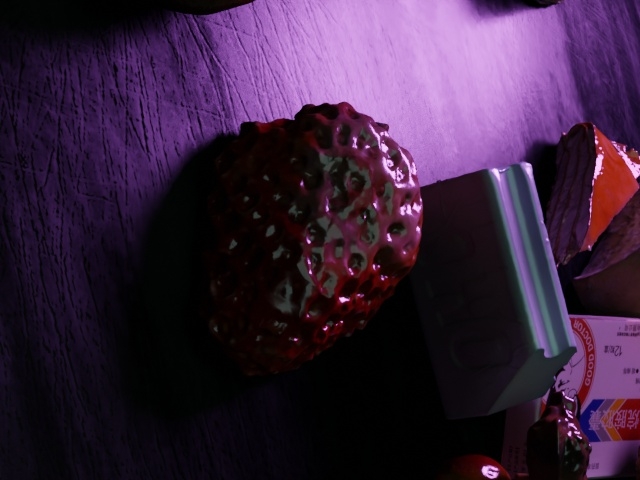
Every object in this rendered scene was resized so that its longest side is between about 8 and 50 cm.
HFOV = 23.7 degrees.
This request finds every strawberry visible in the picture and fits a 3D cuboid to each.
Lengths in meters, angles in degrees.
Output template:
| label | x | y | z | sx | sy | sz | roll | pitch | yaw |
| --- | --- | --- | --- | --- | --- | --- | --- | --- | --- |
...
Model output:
| label | x | y | z | sx | sy | sz | roll | pitch | yaw |
| --- | --- | --- | --- | --- | --- | --- | --- | --- | --- |
| strawberry | 0.000 | 0.000 | 1.686 | 0.265 | 0.149 | 0.336 | 48 | 51 | -27 |

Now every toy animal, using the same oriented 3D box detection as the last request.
| label | x | y | z | sx | sy | sz | roll | pitch | yaw |
| --- | --- | --- | --- | --- | --- | --- | --- | --- | --- |
| toy animal | 0.269 | 0.334 | 1.810 | 0.157 | 0.097 | 0.312 | 28 | 69 | -76 |

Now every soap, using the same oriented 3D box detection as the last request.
| label | x | y | z | sx | sy | sz | roll | pitch | yaw |
| --- | --- | --- | --- | --- | --- | --- | --- | --- | --- |
| soap | 0.200 | 0.063 | 1.850 | 0.095 | 0.173 | 0.290 | -14 | 90 | -45 |

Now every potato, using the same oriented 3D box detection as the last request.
| label | x | y | z | sx | sy | sz | roll | pitch | yaw |
| --- | --- | --- | --- | --- | --- | --- | --- | --- | --- |
| potato | 0.517 | 0.033 | 2.163 | 0.211 | 0.189 | 0.264 | 56 | 47 | -19 |

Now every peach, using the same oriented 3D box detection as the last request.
| label | x | y | z | sx | sy | sz | roll | pitch | yaw |
| --- | --- | --- | --- | --- | --- | --- | --- | --- | --- |
| peach | 0.182 | 0.300 | 1.817 | 0.100 | 0.100 | 0.101 | 14 | 69 | -42 |

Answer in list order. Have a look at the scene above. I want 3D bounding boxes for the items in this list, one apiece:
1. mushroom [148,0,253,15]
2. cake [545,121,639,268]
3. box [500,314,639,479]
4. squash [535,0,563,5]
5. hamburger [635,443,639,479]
| label | x | y | z | sx | sy | sz | roll | pitch | yaw |
| --- | --- | --- | --- | --- | --- | --- | --- | --- | --- |
| mushroom | -0.138 | -0.387 | 1.651 | 0.278 | 0.163 | 0.297 | 36 | 55 | -43 |
| cake | 0.356 | -0.058 | 2.099 | 0.135 | 0.098 | 0.287 | 55 | 43 | -21 |
| box | 0.379 | 0.207 | 2.032 | 0.353 | 0.069 | 0.214 | 5 | 91 | -43 |
| squash | 0.342 | -0.457 | 2.177 | 0.220 | 0.133 | 0.220 | 15 | 65 | -36 |
| hamburger | 0.548 | 0.297 | 2.012 | 0.286 | 0.146 | 0.243 | -29 | 109 | -8 |
